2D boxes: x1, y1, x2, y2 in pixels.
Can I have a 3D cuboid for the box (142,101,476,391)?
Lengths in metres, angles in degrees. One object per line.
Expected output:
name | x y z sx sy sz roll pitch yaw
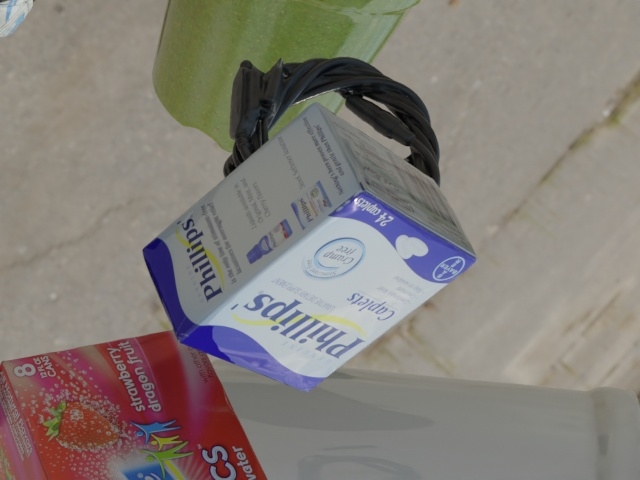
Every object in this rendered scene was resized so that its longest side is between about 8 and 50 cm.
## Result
box | -0.005 0.009 0.818 0.137 0.072 0.126 -39 143 18

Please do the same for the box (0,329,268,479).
box | -0.095 0.190 0.823 0.128 0.257 0.123 -9 144 -31

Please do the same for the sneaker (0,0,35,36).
sneaker | -0.401 -0.331 1.862 0.086 0.085 0.237 -26 178 -26

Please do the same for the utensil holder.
utensil holder | 0.075 0.278 1.310 0.327 0.385 0.328 5 90 -86

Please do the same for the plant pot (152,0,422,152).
plant pot | -0.035 -0.224 1.347 0.276 0.276 0.254 -25 150 -48

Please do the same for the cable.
cable | 0.010 -0.057 0.990 0.150 0.184 0.047 10 132 -13
